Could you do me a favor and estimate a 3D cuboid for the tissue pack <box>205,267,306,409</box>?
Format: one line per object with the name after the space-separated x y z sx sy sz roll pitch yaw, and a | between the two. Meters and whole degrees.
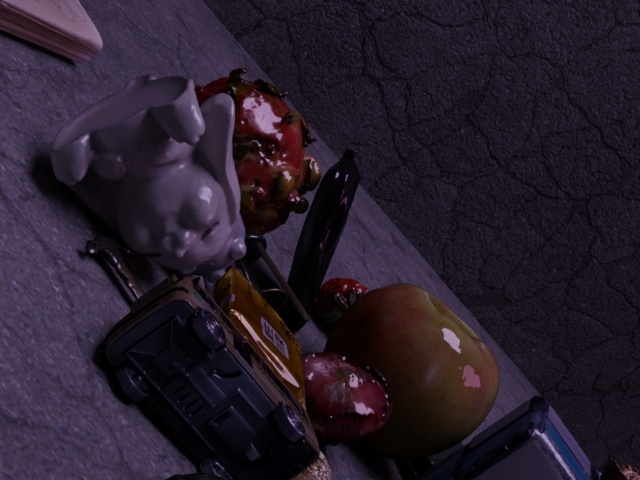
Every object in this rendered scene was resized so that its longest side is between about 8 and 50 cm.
-0.103 0.166 1.761 0.183 0.092 0.226 49 10 -19 | tissue pack

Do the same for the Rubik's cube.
0.325 0.482 1.966 0.313 0.316 0.318 55 13 6 | Rubik's cube

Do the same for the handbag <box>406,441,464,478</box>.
0.213 0.406 2.340 0.260 0.079 0.247 43 15 -41 | handbag

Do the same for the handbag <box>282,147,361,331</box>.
0.001 -0.003 2.193 0.075 0.332 0.191 18 13 3 | handbag

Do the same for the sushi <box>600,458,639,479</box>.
0.510 0.405 1.993 0.118 0.060 0.061 44 10 -45 | sushi

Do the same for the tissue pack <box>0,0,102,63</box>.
-0.484 -0.395 1.935 0.170 0.071 0.325 58 13 12 | tissue pack

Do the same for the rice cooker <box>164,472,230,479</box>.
-0.116 0.310 1.232 0.165 0.112 0.106 40 24 -46 | rice cooker

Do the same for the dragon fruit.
-0.130 -0.152 2.190 0.291 0.269 0.250 55 21 19 | dragon fruit

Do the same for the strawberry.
0.053 0.131 2.398 0.131 0.131 0.148 53 19 -5 | strawberry

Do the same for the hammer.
-0.216 0.118 1.607 0.297 0.027 0.125 55 9 6 | hammer

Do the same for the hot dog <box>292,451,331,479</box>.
-0.014 0.354 1.620 0.061 0.078 0.168 91 -14 -55 | hot dog

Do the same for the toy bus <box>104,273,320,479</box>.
-0.133 0.178 1.486 0.289 0.139 0.157 51 8 -20 | toy bus

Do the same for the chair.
-0.104 0.072 2.013 0.221 0.095 0.104 60 1 32 | chair

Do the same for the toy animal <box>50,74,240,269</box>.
-0.218 -0.085 1.684 0.206 0.272 0.265 -96 161 -59 | toy animal

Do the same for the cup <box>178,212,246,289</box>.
-0.192 0.000 1.868 0.134 0.173 0.142 6 42 -31 | cup

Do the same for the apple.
0.149 0.237 2.113 0.319 0.277 0.319 43 8 -7 | apple

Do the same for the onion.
0.022 0.263 1.898 0.184 0.147 0.184 12 21 -5 | onion
